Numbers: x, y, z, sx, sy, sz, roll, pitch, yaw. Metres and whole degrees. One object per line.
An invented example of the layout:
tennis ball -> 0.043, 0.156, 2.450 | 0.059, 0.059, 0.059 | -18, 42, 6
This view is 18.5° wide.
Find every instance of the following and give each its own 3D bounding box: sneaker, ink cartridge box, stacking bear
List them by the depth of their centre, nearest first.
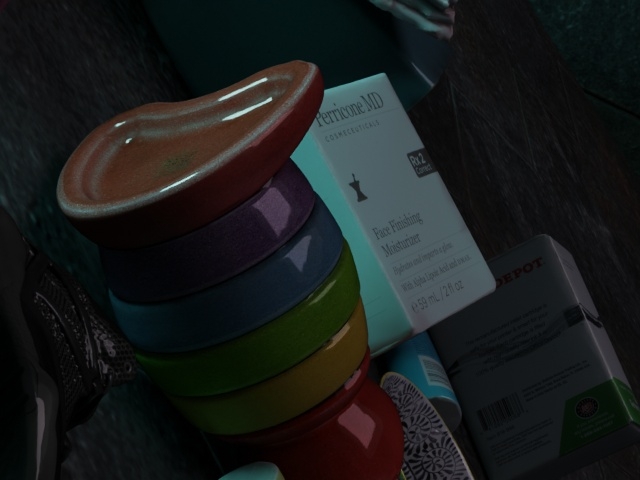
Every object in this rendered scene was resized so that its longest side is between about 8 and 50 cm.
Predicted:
sneaker -> -0.142, 0.085, 0.982 | 0.130, 0.087, 0.227 | 39, 21, -40
stacking bear -> -0.036, 0.060, 1.251 | 0.289, 0.175, 0.164 | 65, 28, -23
ink cartridge box -> 0.206, 0.121, 1.906 | 0.087, 0.153, 0.208 | 31, 35, -63

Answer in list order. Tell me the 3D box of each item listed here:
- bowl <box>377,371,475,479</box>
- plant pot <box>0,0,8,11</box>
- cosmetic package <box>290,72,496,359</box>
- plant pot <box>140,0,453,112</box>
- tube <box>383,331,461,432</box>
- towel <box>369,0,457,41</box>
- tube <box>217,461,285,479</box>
bowl -> 0.055, 0.189, 1.443 | 0.170, 0.080, 0.170 | 55, 16, -25
plant pot -> -0.248, -0.193, 0.958 | 0.201, 0.201, 0.180 | 53, 3, -30
cosmetic package -> 0.000, 0.000, 1.406 | 0.184, 0.151, 0.151 | 62, 29, 2
plant pot -> -0.033, -0.177, 1.638 | 0.234, 0.165, 0.165 | 48, 17, -6
tube -> 0.077, 0.092, 1.749 | 0.080, 0.052, 0.207 | 56, 11, -36
towel -> -0.047, -0.303, 1.599 | 0.332, 0.053, 0.317 | 26, 19, -21
tube -> 0.002, 0.250, 1.224 | 0.070, 0.062, 0.240 | -39, 110, -33
